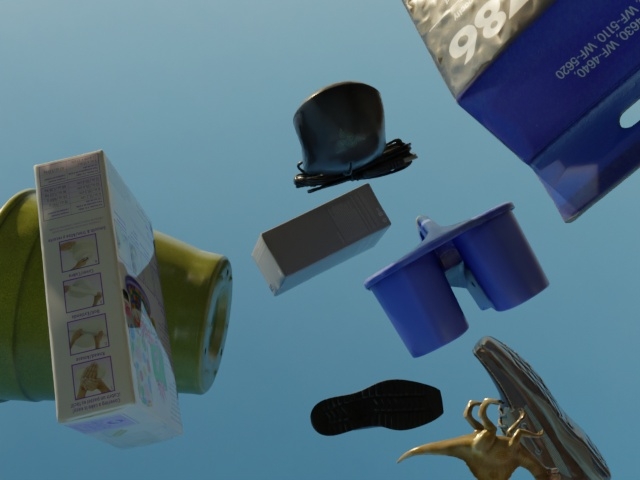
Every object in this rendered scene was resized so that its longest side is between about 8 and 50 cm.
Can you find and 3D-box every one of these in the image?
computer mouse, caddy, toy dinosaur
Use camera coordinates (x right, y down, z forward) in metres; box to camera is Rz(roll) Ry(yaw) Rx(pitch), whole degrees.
[{"bbox_3d":[0.041,-0.123,1.104,0.188,0.272,0.072,-16,-108,3],"label":"computer mouse"},{"bbox_3d":[0.189,0.042,1.207,0.179,0.241,0.341,62,-178,7],"label":"caddy"},{"bbox_3d":[0.182,0.226,0.910,0.183,0.053,0.093,8,-109,6],"label":"toy dinosaur"}]

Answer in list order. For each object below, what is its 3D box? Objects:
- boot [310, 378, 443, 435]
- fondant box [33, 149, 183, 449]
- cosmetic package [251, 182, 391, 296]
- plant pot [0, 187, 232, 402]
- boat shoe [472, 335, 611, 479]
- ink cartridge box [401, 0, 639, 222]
[{"bbox_3d":[0.085,0.256,1.261,0.197,0.137,0.077,-4,-100,2],"label":"boot"},{"bbox_3d":[-0.270,0.085,1.054,0.096,0.238,0.330,-14,-112,-1],"label":"fondant box"},{"bbox_3d":[0.000,0.000,1.516,0.238,0.127,0.107,-23,-104,-22],"label":"cosmetic package"},{"bbox_3d":[-0.341,0.116,1.376,0.353,0.366,0.366,8,-135,4],"label":"plant pot"},{"bbox_3d":[0.363,0.314,1.415,0.324,0.116,0.123,52,-165,6],"label":"boat shoe"},{"bbox_3d":[0.124,-0.185,0.486,0.065,0.165,0.333,21,-144,-39],"label":"ink cartridge box"}]
